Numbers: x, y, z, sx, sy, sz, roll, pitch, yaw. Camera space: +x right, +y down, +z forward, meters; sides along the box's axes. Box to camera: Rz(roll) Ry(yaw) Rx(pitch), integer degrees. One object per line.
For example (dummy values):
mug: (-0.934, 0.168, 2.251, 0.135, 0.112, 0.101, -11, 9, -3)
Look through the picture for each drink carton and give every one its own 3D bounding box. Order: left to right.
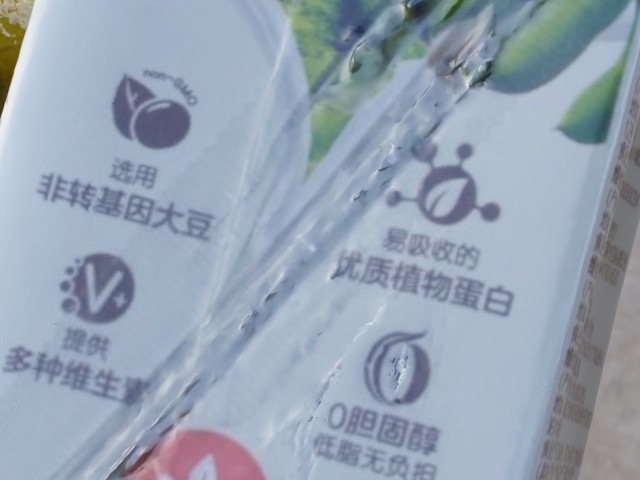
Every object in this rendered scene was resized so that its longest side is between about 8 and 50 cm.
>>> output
drink carton: (0.000, 0.001, 0.637, 0.194, 0.132, 0.325, 14, 87, 14)

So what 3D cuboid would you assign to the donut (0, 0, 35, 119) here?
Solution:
donut: (-0.153, -0.045, 0.832, 0.190, 0.074, 0.174, 3, 54, -36)
